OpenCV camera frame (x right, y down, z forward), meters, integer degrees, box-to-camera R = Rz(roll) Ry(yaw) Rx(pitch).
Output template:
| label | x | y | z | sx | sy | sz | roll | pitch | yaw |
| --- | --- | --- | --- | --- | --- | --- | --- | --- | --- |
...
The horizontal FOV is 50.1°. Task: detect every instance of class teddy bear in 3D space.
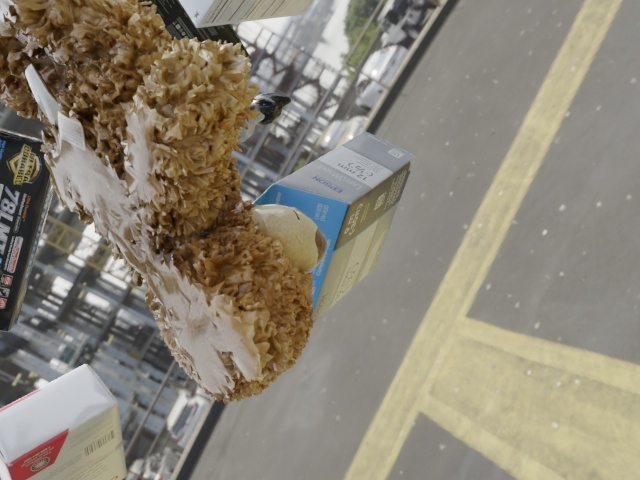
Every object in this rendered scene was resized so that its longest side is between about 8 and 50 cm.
| label | x | y | z | sx | sy | sz | roll | pitch | yaw |
| --- | --- | --- | --- | --- | --- | --- | --- | --- | --- |
| teddy bear | -0.107 | -0.063 | 0.443 | 0.113 | 0.338 | 0.245 | -33 | -22 | -35 |

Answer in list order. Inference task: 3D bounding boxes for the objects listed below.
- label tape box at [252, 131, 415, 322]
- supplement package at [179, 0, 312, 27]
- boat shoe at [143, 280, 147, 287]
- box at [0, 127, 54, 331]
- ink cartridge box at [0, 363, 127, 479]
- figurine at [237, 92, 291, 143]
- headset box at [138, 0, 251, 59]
| label | x | y | z | sx | sy | sz | roll | pitch | yaw |
| --- | --- | --- | --- | --- | --- | --- | --- | --- | --- |
| label tape box | 0.000 | 0.000 | 1.078 | 0.347 | 0.115 | 0.249 | -39 | -27 | -51 |
| supplement package | -0.103 | -0.421 | 1.014 | 0.244 | 0.139 | 0.134 | -29 | -8 | -48 |
| boat shoe | -0.229 | 0.086 | 1.520 | 0.127 | 0.340 | 0.113 | 53 | 141 | 36 |
| box | -0.565 | -0.041 | 1.008 | 0.073 | 0.293 | 0.296 | -149 | 75 | -74 |
| ink cartridge box | -0.529 | 0.429 | 1.388 | 0.226 | 0.131 | 0.306 | -29 | -34 | -35 |
| figurine | -0.185 | -0.234 | 1.332 | 0.209 | 0.092 | 0.215 | -5 | 23 | 23 |
| headset box | -0.293 | -0.432 | 1.289 | 0.131 | 0.246 | 0.283 | -41 | 41 | -5 |
